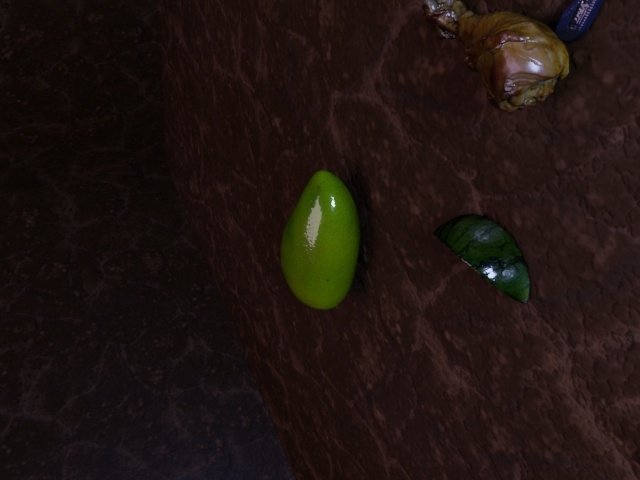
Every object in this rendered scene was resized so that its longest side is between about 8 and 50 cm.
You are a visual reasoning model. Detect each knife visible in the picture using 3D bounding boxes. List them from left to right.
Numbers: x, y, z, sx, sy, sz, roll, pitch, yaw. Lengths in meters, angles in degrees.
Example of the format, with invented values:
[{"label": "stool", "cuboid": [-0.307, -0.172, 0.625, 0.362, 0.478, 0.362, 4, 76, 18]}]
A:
[{"label": "knife", "cuboid": [0.276, -0.257, 0.548, 0.031, 0.018, 0.121, 55, 149, 33]}]

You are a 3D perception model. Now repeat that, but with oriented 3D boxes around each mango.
[{"label": "mango", "cuboid": [0.000, 0.000, 1.171, 0.192, 0.156, 0.343, 43, 140, 36]}]

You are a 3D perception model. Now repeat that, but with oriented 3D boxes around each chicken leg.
[{"label": "chicken leg", "cuboid": [0.200, -0.241, 0.652, 0.107, 0.087, 0.251, 70, 173, -46]}]

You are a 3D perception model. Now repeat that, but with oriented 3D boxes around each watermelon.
[{"label": "watermelon", "cuboid": [0.219, 0.020, 0.787, 0.181, 0.075, 0.092, 48, 150, 43]}]
